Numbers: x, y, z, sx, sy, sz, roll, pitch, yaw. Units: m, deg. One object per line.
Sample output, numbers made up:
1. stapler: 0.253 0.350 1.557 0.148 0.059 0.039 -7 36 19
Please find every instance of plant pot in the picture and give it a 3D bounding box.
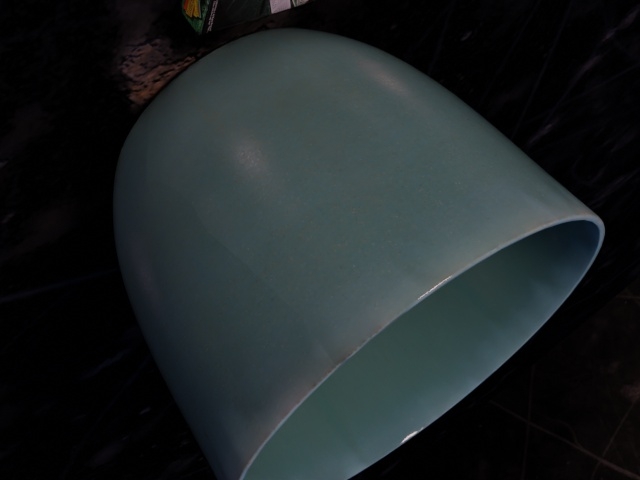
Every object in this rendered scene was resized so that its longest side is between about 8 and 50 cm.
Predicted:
1. plant pot: 0.000 0.000 0.729 0.293 0.235 0.293 -32 158 -15

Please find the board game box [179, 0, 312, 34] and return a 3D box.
1. board game box: 0.007 -0.227 0.572 0.136 0.030 0.259 -22 153 -31
